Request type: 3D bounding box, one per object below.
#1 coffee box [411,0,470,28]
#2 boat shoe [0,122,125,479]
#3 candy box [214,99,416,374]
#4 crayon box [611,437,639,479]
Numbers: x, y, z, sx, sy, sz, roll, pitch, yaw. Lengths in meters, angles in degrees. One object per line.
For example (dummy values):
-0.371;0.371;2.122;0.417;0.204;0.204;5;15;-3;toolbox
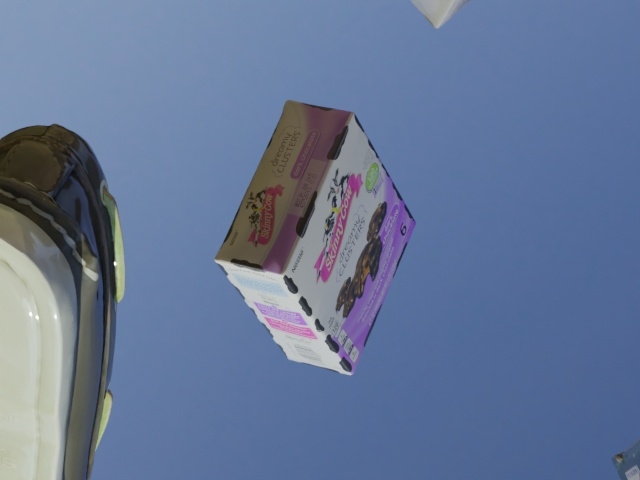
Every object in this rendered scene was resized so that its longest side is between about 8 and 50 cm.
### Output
0.126;-0.273;1.141;0.246;0.141;0.098;-41;177;-9;coffee box
-0.147;0.083;0.797;0.091;0.109;0.305;-65;174;-49;boat shoe
0.000;0.000;1.563;0.070;0.196;0.165;13;-113;27;candy box
0.308;0.057;0.824;0.318;0.081;0.202;-24;167;-7;crayon box
